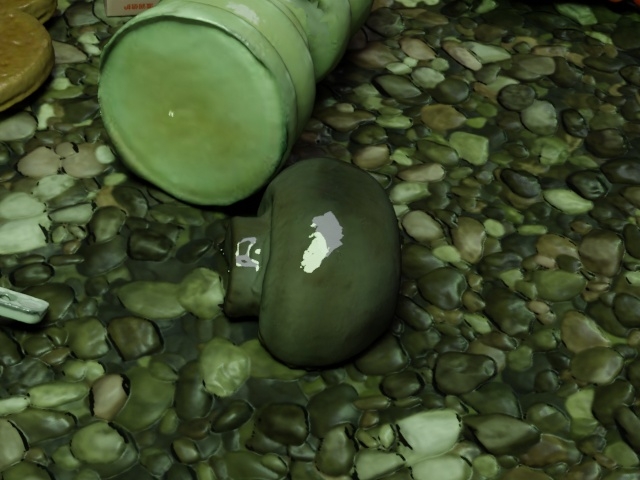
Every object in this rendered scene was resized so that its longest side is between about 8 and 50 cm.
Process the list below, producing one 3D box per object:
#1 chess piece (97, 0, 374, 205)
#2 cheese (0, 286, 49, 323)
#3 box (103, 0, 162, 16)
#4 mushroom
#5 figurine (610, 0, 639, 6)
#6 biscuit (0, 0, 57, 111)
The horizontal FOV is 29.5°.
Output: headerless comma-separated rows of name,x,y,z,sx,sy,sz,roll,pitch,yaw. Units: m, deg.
chess piece,-0.049,-0.187,1.111,0.182,0.182,0.330,19,38,13
cheese,-0.329,0.018,0.912,0.252,0.054,0.127,17,15,-4
box,-0.187,-0.287,1.274,0.089,0.043,0.125,-3,44,-12
mushroom,0.000,0.000,0.957,0.141,0.117,0.188,10,37,-14
figurine,0.318,-0.402,1.356,0.306,0.241,0.412,40,42,19
biscuit,-0.352,-0.202,1.161,0.202,0.044,0.288,1,42,-4
